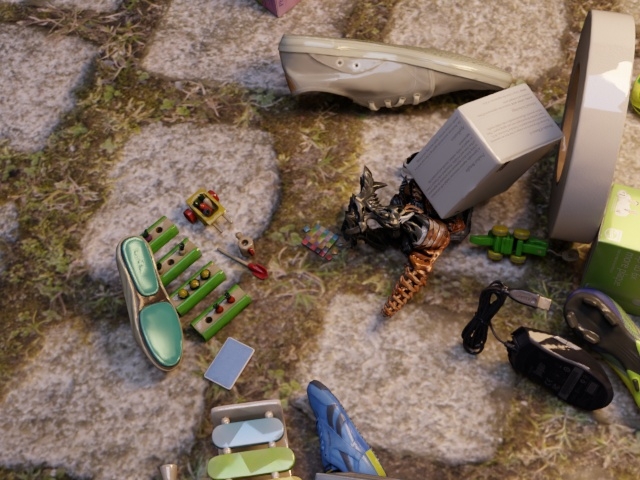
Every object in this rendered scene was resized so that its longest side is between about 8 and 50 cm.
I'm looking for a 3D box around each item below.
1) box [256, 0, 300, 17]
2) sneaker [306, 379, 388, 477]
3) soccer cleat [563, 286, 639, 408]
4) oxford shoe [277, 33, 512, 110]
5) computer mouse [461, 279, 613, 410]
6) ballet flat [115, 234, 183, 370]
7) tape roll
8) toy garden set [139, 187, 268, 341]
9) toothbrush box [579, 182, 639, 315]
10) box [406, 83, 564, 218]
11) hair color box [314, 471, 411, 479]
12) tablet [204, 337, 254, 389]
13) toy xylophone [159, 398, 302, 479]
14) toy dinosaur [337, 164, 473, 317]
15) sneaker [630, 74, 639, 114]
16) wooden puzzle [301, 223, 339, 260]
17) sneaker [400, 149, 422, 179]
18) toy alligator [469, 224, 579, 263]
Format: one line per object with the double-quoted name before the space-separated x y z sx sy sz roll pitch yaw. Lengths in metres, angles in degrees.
"box" -0.137 -0.620 2.044 0.117 0.213 0.243 -41 66 -17
"sneaker" 0.021 0.318 1.590 0.082 0.069 0.209 -31 63 -9
"soccer cleat" 0.512 0.188 1.616 0.289 0.121 0.093 48 112 11
"oxford shoe" 0.139 -0.312 1.911 0.449 0.169 0.130 5 102 -2
"computer mouse" 0.364 0.156 1.601 0.262 0.184 0.060 26 47 19
"ballet flat" -0.300 0.112 1.719 0.086 0.086 0.248 -16 77 -5
"tape roll" 0.446 -0.188 1.662 0.072 0.392 0.392 9 62 8
"toy garden set" -0.210 0.027 1.780 0.204 0.049 0.244 -41 66 -18
"toothbrush box" 0.585 0.041 1.627 0.283 0.206 0.122 16 63 12
"box" 0.277 -0.150 1.687 0.182 0.181 0.119 -23 73 -37
"hair color box" 0.043 0.509 1.346 0.114 0.185 0.374 4 79 17
"tablet" -0.155 0.209 1.699 0.054 0.006 0.083 24 64 17
"toy xylophone" -0.128 0.412 1.536 0.236 0.081 0.322 -15 58 -4
"toy dinosaur" 0.155 -0.029 1.738 0.218 0.164 0.322 18 44 -3
"sneaker" 0.733 -0.274 1.849 0.295 0.109 0.123 14 67 12
"wooden puzzle" 0.000 0.000 1.805 0.083 0.006 0.049 32 68 20
"sneaker" 0.199 -0.153 1.857 0.109 0.043 0.040 -32 62 -15
"toy alligator" 0.358 0.007 1.754 0.190 0.056 0.051 9 21 9
